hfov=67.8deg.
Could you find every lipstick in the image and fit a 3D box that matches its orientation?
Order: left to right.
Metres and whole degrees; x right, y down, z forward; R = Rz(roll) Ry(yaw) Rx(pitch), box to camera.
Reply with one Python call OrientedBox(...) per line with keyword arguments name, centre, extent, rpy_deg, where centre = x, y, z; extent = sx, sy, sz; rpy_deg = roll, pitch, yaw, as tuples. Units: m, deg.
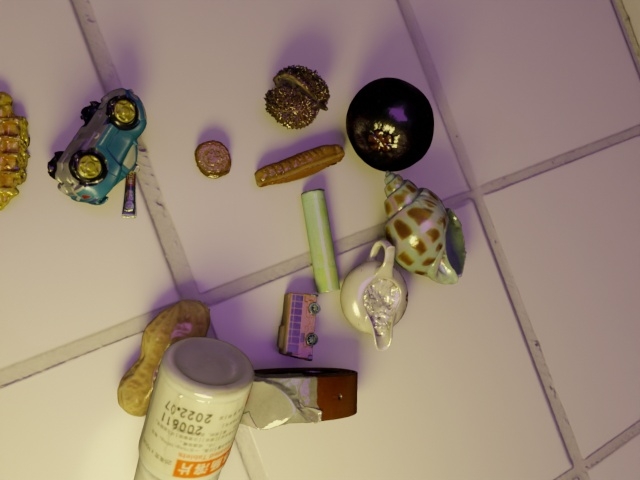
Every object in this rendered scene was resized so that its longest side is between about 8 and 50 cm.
OrientedBox(name="lipstick", centre=(0.000, 0.000, 1.390), extent=(0.076, 0.076, 0.305), rpy_deg=(-7, 84, -19))

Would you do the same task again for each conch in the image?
OrientedBox(name="conch", centre=(0.302, -0.036, 1.421), extent=(0.249, 0.197, 0.369), rpy_deg=(-29, 118, -33))

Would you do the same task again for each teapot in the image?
OrientedBox(name="teapot", centre=(0.160, 0.147, 1.375), extent=(0.208, 0.166, 0.300), rpy_deg=(2, 101, -9))

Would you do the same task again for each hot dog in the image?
OrientedBox(name="hot dog", centre=(-0.061, -0.224, 1.401), extent=(0.288, 0.083, 0.068), rpy_deg=(-20, 70, -20))

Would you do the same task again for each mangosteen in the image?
OrientedBox(name="mangosteen", centre=(0.216, -0.361, 1.437), extent=(0.275, 0.275, 0.302), rpy_deg=(39, 38, -10))

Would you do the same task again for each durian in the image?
OrientedBox(name="durian", centre=(-0.061, -0.410, 1.371), extent=(0.195, 0.167, 0.196), rpy_deg=(-2, 83, 17))

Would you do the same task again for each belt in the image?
OrientedBox(name="belt", centre=(-0.062, 0.402, 1.238), extent=(0.338, 0.217, 0.122), rpy_deg=(5, 81, -24))

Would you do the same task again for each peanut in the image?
OrientedBox(name="peanut", centre=(-0.389, 0.289, 1.190), extent=(0.149, 0.149, 0.314), rpy_deg=(27, 82, -13))

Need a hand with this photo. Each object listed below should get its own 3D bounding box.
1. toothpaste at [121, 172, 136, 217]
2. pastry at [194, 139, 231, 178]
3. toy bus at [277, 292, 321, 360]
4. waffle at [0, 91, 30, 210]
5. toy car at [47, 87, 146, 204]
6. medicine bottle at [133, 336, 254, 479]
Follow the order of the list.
OrientedBox(name="toothpaste", centre=(-0.506, -0.129, 1.266), extent=(0.037, 0.021, 0.140), rpy_deg=(2, 85, -17))
OrientedBox(name="pastry", centre=(-0.298, -0.227, 1.329), extent=(0.109, 0.057, 0.097), rpy_deg=(38, 74, -9))
OrientedBox(name="toy bus", centre=(-0.063, 0.240, 1.328), extent=(0.103, 0.091, 0.182), rpy_deg=(8, 78, -16))
OrientedBox(name="waffle", centre=(-0.842, -0.227, 1.146), extent=(0.307, 0.060, 0.312), rpy_deg=(36, 75, -12))
OrientedBox(name="toy car", centre=(-0.533, -0.233, 1.193), extent=(0.166, 0.198, 0.315), rpy_deg=(41, 65, -44))
OrientedBox(name="medicine bottle", centre=(-0.296, 0.428, 1.089), extent=(0.210, 0.211, 0.372), rpy_deg=(14, 108, -16))
